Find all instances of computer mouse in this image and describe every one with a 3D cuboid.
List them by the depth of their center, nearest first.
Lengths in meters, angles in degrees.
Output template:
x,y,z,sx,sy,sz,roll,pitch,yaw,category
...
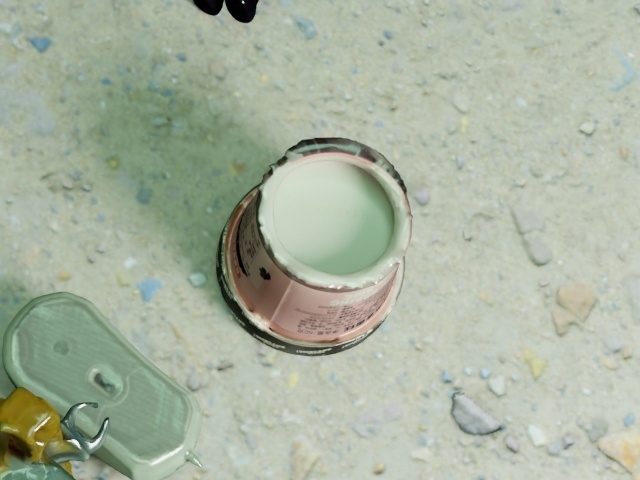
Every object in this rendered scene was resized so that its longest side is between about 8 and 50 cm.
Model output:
x,y,z,sx,sy,sz,roll,pitch,yaw,category
-0.162,0.117,1.440,0.181,0.056,0.089,39,69,-4,computer mouse

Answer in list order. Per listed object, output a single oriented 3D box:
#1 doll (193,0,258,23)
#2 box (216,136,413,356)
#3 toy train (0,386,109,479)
x,y,z,sx,sy,sz,roll,pitch,yaw,category
-0.036,-0.269,1.600,0.096,0.070,0.195,20,68,30,doll
0.000,0.000,1.471,0.151,0.135,0.151,3,69,-8,box
-0.329,0.242,1.308,0.249,0.178,0.429,37,68,15,toy train
